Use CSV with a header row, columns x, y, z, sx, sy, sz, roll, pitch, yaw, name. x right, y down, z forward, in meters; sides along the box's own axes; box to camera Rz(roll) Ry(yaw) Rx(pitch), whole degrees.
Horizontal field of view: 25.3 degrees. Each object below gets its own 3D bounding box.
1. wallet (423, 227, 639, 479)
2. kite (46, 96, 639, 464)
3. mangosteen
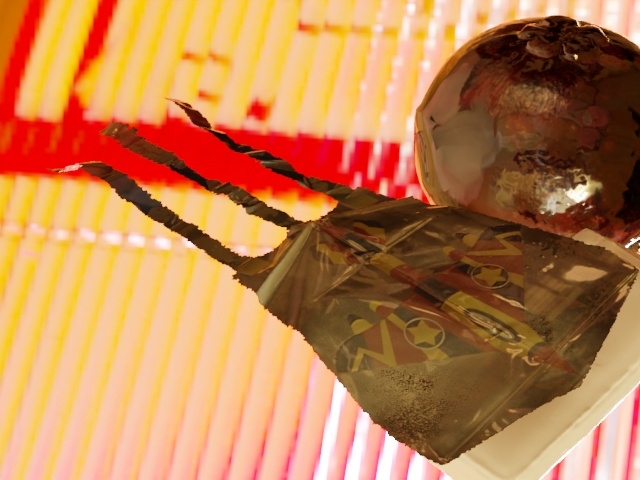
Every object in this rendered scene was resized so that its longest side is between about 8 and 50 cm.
x,y,z,sx,sy,sz,roll,pitch,yaw,name
0.128,0.066,0.798,0.190,0.095,0.033,-36,-34,-27,wallet
0.000,-0.001,0.571,0.141,0.245,0.015,-34,-40,-41,kite
0.164,-0.061,1.026,0.210,0.210,0.210,5,-90,-71,mangosteen
